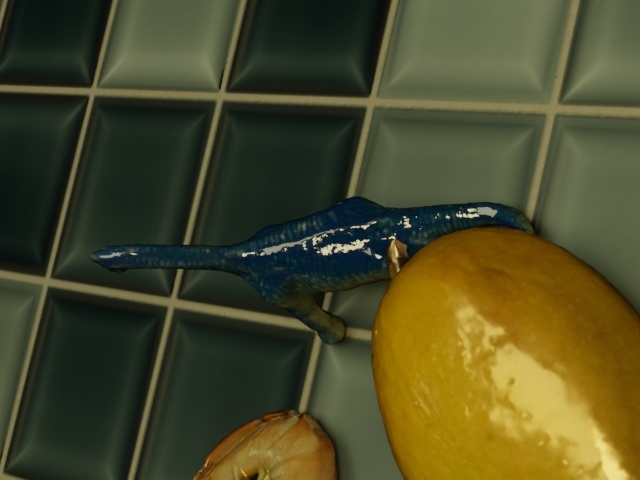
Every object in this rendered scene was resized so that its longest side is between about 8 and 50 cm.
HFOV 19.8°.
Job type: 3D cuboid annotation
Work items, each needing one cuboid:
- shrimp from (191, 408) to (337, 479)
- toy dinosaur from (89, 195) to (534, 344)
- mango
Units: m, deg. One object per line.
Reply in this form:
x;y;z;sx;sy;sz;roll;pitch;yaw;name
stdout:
-0.074;0.211;1.288;0.236;0.053;0.133;-48;50;18;shrimp
0.000;0.000;1.188;0.248;0.188;0.075;-18;64;35;toy dinosaur
0.130;0.111;1.078;0.176;0.119;0.317;-44;60;21;mango
